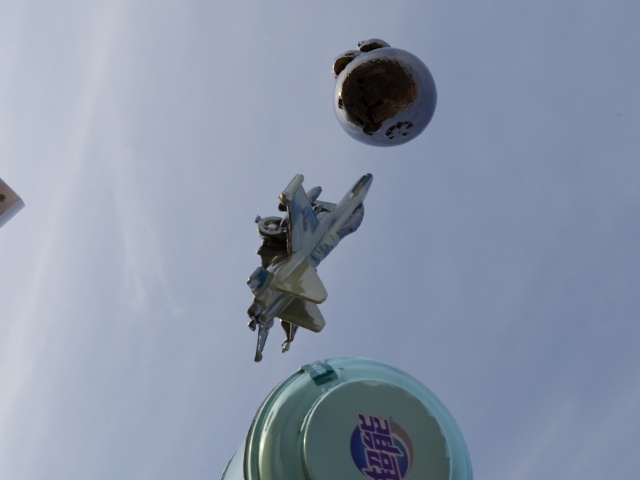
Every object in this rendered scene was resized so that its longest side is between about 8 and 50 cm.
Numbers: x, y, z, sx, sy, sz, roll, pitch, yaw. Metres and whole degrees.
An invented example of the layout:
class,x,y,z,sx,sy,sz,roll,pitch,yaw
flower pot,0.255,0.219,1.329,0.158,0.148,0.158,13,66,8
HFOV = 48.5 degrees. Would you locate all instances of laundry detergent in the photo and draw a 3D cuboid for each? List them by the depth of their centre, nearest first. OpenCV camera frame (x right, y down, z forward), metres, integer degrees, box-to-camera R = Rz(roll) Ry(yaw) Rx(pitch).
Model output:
class,x,y,z,sx,sy,sz,roll,pitch,yaw
laundry detergent,0.026,0.318,0.917,0.287,0.287,0.305,42,-36,11

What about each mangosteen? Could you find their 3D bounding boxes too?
class,x,y,z,sx,sy,sz,roll,pitch,yaw
mangosteen,0.069,-0.179,0.835,0.140,0.140,0.140,4,-79,22

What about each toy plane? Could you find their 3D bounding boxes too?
class,x,y,z,sx,sy,sz,roll,pitch,yaw
toy plane,-0.011,-0.003,0.698,0.088,0.262,0.192,12,-52,11

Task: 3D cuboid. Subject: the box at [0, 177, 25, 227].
class,x,y,z,sx,sy,sz,roll,pitch,yaw
box,-0.671,-0.085,1.205,0.251,0.106,0.203,47,-108,-10
